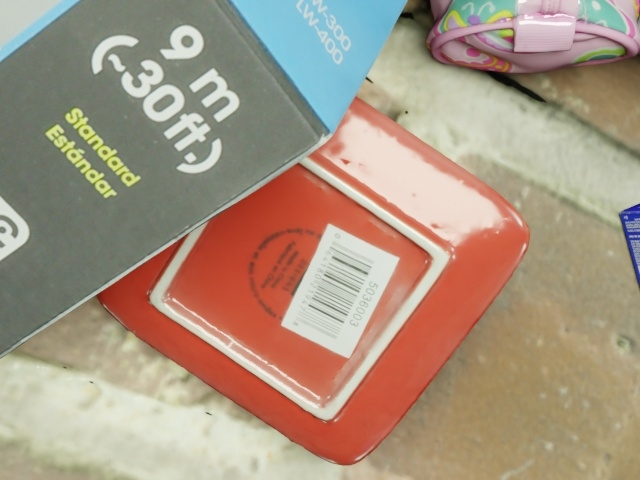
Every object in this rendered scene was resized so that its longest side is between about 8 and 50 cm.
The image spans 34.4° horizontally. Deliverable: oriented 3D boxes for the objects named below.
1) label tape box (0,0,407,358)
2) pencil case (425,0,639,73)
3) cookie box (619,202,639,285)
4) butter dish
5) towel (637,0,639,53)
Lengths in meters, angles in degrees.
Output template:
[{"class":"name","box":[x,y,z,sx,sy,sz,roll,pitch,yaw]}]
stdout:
[{"class":"label tape box","box":[-0.116,-0.115,0.356,0.347,0.115,0.249,-32,114,17]},{"class":"pencil case","box":[0.119,-0.234,0.559,0.124,0.124,0.284,4,89,-23]},{"class":"cookie box","box":[0.248,0.018,0.652,0.092,0.040,0.107,-21,98,-22]},{"class":"butter dish","box":[0.000,0.000,0.513,0.160,0.118,0.160,34,110,1]},{"class":"towel","box":[0.313,-0.200,0.623,0.283,0.121,0.235,9,97,-21]}]
